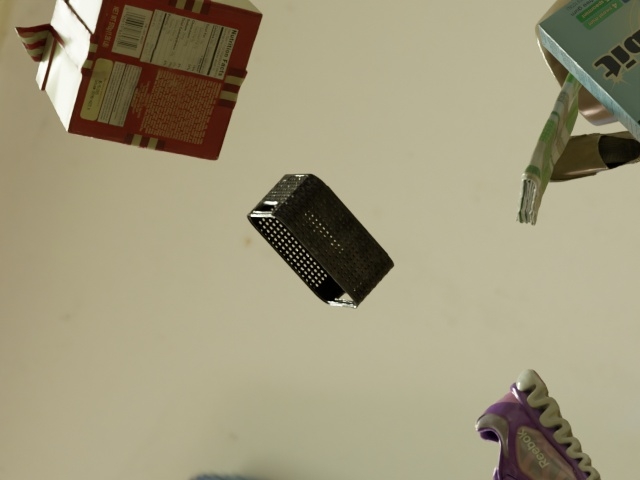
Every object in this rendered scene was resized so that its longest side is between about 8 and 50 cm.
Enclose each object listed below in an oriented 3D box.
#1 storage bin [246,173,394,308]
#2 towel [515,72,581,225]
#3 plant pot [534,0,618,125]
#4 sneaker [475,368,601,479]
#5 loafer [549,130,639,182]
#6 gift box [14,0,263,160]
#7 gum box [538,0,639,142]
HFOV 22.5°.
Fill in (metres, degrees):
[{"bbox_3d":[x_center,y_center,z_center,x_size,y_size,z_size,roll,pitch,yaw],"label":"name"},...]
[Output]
[{"bbox_3d":[0.000,0.000,2.201,0.084,0.180,0.122,-47,19,-17],"label":"storage bin"},{"bbox_3d":[0.245,-0.100,1.691,0.113,0.023,0.152,85,-151,-64],"label":"towel"},{"bbox_3d":[0.493,-0.320,2.437,0.280,0.323,0.323,-32,-8,22],"label":"plant pot"},{"bbox_3d":[0.249,0.261,1.768,0.104,0.236,0.095,-30,-30,-1],"label":"sneaker"},{"bbox_3d":[0.328,-0.106,1.954,0.050,0.148,0.056,7,-112,-86],"label":"loafer"},{"bbox_3d":[-0.255,-0.282,2.188,0.255,0.276,0.258,-67,26,16],"label":"gift box"},{"bbox_3d":[0.336,-0.195,1.602,0.157,0.184,0.041,-36,-30,-4],"label":"gum box"}]
